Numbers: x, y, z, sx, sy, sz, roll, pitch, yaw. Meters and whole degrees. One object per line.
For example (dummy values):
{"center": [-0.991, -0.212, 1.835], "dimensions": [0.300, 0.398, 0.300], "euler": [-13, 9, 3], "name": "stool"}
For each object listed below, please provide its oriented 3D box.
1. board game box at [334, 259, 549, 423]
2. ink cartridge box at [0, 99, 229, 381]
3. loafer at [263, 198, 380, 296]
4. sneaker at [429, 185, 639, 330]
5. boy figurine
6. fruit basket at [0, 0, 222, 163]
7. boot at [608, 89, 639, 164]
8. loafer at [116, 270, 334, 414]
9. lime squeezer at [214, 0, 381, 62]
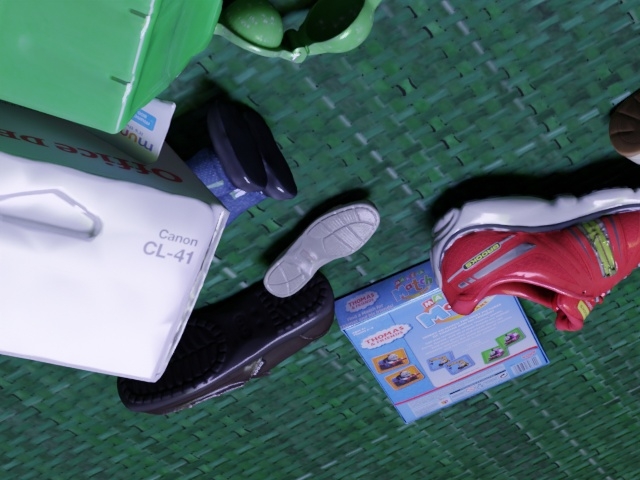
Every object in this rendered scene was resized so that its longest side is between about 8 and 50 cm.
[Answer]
{"center": [0.120, 0.091, 1.802], "dimensions": [0.160, 0.039, 0.211], "euler": [-23, 145, 7], "name": "board game box"}
{"center": [-0.225, -0.046, 1.199], "dimensions": [0.226, 0.306, 0.131], "euler": [13, 108, -28], "name": "ink cartridge box"}
{"center": [0.000, 0.000, 1.633], "dimensions": [0.125, 0.039, 0.045], "euler": [-38, 108, 21], "name": "loafer"}
{"center": [0.235, 0.022, 1.671], "dimensions": [0.279, 0.118, 0.107], "euler": [-5, 167, -9], "name": "sneaker"}
{"center": [-0.155, 0.000, 1.506], "dimensions": [0.285, 0.092, 0.177], "euler": [-31, 163, 22], "name": "boy figurine"}
{"center": [-0.198, -0.240, 1.028], "dimensions": [0.165, 0.353, 0.327], "euler": [-42, 163, -40], "name": "fruit basket"}
{"center": [0.378, -0.105, 1.620], "dimensions": [0.213, 0.077, 0.165], "euler": [-28, 144, 25], "name": "boot"}
{"center": [-0.079, 0.106, 1.694], "dimensions": [0.220, 0.080, 0.078], "euler": [-24, 144, 8], "name": "loafer"}
{"center": [-0.025, -0.175, 1.359], "dimensions": [0.310, 0.059, 0.110], "euler": [-13, 145, -7], "name": "lime squeezer"}
